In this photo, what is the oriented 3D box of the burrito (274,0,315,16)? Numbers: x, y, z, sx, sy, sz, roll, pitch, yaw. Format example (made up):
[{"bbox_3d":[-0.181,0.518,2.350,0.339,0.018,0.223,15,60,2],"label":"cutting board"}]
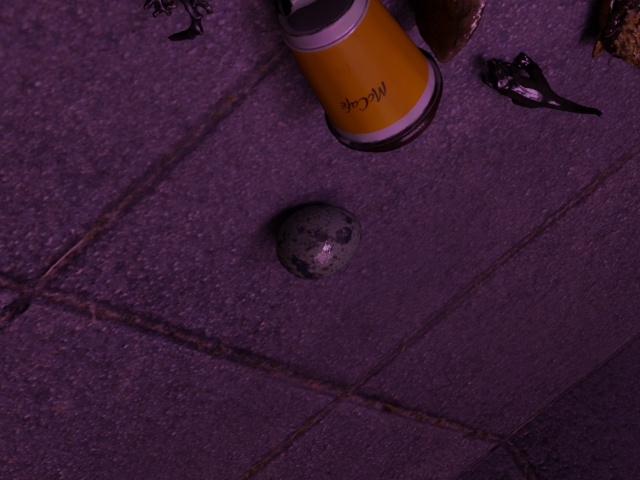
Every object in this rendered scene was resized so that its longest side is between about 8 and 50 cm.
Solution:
[{"bbox_3d":[0.024,-0.403,1.361,0.229,0.089,0.143,-24,102,-13],"label":"burrito"}]

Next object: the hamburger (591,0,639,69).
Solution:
[{"bbox_3d":[0.600,-0.404,1.803,0.262,0.138,0.243,-19,145,-21],"label":"hamburger"}]

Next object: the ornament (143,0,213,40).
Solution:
[{"bbox_3d":[-0.137,-0.359,1.285,0.202,0.080,0.236,-2,134,-11],"label":"ornament"}]

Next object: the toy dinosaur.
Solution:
[{"bbox_3d":[0.367,-0.246,1.780,0.187,0.179,0.087,-1,135,-35],"label":"toy dinosaur"}]

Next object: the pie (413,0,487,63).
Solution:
[{"bbox_3d":[0.193,-0.359,1.515,0.079,0.163,0.193,-6,126,-20],"label":"pie"}]

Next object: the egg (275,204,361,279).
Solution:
[{"bbox_3d":[0.000,0.000,1.840,0.172,0.132,0.132,-24,147,-29],"label":"egg"}]

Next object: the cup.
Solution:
[{"bbox_3d":[0.056,-0.265,1.506,0.196,0.196,0.279,-36,140,5],"label":"cup"}]
